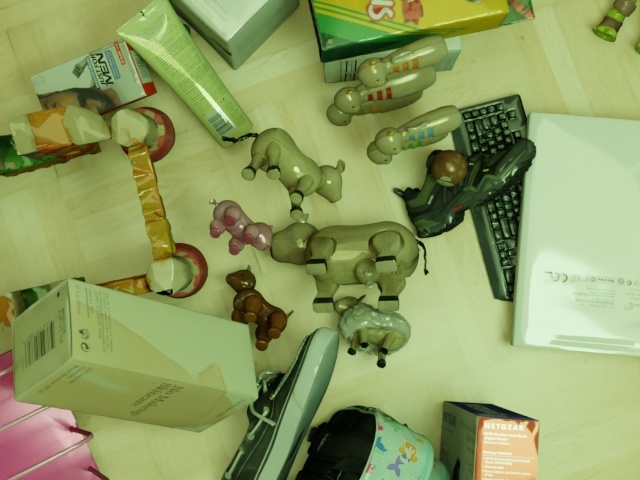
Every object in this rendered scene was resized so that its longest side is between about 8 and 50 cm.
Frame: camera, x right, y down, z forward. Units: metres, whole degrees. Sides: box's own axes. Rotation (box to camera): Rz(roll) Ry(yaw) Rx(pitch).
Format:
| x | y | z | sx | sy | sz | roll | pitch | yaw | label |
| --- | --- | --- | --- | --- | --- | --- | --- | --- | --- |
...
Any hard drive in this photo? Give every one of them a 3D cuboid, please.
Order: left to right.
| x | y | z | sx | sy | sz | roll | pitch | yaw | label |
| --- | --- | --- | --- | --- | --- | --- | --- | --- | --- |
| 0.416 | -0.008 | 1.701 | 0.233 | 0.047 | 0.353 | 5 | 86 | 2 | hard drive |

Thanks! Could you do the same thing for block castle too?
| x | y | z | sx | sy | sz | roll | pitch | yaw | label |
| --- | --- | --- | --- | --- | --- | --- | --- | --- | --- |
| -0.417 | -0.017 | 1.655 | 0.453 | 0.213 | 0.303 | -13 | 91 | 2 | block castle |

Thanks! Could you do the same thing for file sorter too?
| x | y | z | sx | sy | sz | roll | pitch | yaw | label |
| --- | --- | --- | --- | --- | --- | --- | --- | --- | --- |
| -0.420 | 0.314 | 1.591 | 0.202 | 0.182 | 0.290 | -26 | 96 | -22 | file sorter |

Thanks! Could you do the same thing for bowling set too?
| x | y | z | sx | sy | sz | roll | pitch | yaw | label |
| --- | --- | --- | --- | --- | --- | --- | --- | --- | --- |
| 0.115 | -0.159 | 1.620 | 0.154 | 0.287 | 0.199 | -20 | 83 | -6 | bowling set |

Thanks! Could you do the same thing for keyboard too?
| x | y | z | sx | sy | sz | roll | pitch | yaw | label |
| --- | --- | --- | --- | --- | --- | --- | --- | --- | --- |
| 0.331 | -0.071 | 1.745 | 0.202 | 0.033 | 0.317 | -14 | 87 | -1 | keyboard |

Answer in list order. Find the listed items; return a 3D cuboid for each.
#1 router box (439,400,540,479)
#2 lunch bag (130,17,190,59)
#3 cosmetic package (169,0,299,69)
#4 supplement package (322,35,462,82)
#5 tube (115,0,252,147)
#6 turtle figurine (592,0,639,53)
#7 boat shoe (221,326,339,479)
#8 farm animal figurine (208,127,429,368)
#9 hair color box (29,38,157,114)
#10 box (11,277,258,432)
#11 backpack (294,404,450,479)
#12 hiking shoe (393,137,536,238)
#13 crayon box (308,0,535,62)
| x | y | z | sx | sy | sz | roll | pitch | yaw | label |
| --- | --- | --- | --- | --- | --- | --- | --- | --- | --- |
| 0.222 | 0.383 | 1.559 | 0.082 | 0.335 | 0.301 | 4 | 85 | -1 | router box |
| -0.246 | -0.309 | 1.744 | 0.098 | 0.065 | 0.067 | 14 | 105 | 4 | lunch bag |
| -0.134 | -0.375 | 1.691 | 0.151 | 0.183 | 0.151 | 44 | 87 | 3 | cosmetic package |
| 0.095 | -0.354 | 1.706 | 0.203 | 0.149 | 0.194 | -6 | 85 | 0 | supplement package |
| -0.196 | -0.250 | 1.702 | 0.062 | 0.070 | 0.240 | -25 | 114 | 35 | tube |
| 0.501 | -0.407 | 1.743 | 0.270 | 0.087 | 0.217 | 24 | 94 | -7 | turtle figurine |
| -0.065 | 0.247 | 1.653 | 0.105 | 0.113 | 0.306 | 27 | 117 | 12 | boat shoe |
| 0.000 | 0.000 | 1.653 | 0.327 | 0.172 | 0.330 | 13 | 124 | 1 | farm animal figurine |
| -0.345 | -0.236 | 1.716 | 0.167 | 0.053 | 0.093 | -19 | 97 | 17 | hair color box |
| -0.250 | 0.165 | 1.548 | 0.148 | 0.311 | 0.121 | -35 | 52 | 35 | box |
| 0.068 | 0.354 | 1.589 | 0.191 | 0.253 | 0.225 | 27 | 76 | -5 | backpack |
| 0.213 | -0.100 | 1.695 | 0.227 | 0.086 | 0.114 | -36 | 79 | 20 | hiking shoe |
| 0.135 | -0.385 | 1.594 | 0.319 | 0.081 | 0.202 | -12 | 85 | -2 | crayon box |
